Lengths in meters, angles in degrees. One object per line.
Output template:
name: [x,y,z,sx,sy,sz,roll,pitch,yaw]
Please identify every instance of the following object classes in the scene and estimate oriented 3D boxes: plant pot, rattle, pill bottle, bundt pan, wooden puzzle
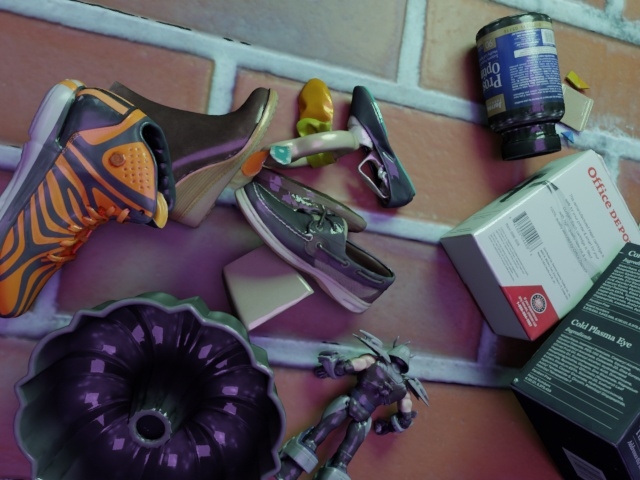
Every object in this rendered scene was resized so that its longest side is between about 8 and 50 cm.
plant pot: [-0.087,0.067,0.857,0.109,0.109,0.096,-29,84,-15]
rattle: [-0.040,-0.166,0.839,0.199,0.130,0.143,-10,103,-45]
pill bottle: [0.332,-0.247,0.978,0.122,0.123,0.219,-9,90,-17]
bundt pan: [-0.204,0.209,0.766,0.330,0.124,0.331,0,105,0]
wooden puzzle: [0.451,-0.239,1.071,0.078,0.014,0.116,30,80,-9]

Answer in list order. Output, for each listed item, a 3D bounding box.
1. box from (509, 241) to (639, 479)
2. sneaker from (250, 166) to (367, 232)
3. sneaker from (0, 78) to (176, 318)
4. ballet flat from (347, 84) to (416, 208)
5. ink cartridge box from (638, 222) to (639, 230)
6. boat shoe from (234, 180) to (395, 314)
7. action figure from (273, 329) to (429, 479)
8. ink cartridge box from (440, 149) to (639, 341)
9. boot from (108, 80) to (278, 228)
box: [0.507,0.239,0.923,0.312,0.179,0.343,-46,124,-14]
sneaker: [-0.023,-0.044,0.906,0.188,0.066,0.071,26,100,-11]
sneaker: [-0.295,-0.023,0.746,0.180,0.124,0.321,24,100,-4]
ballet flat: [0.081,-0.140,0.929,0.074,0.074,0.203,-28,98,-16]
ink cartridge box: [0.701,-0.005,1.068,0.190,0.139,0.082,34,80,-13]
boat shoe: [0.000,0.000,0.844,0.092,0.103,0.285,-40,121,13]
action figure: [0.047,0.258,0.892,0.185,0.099,0.285,43,73,-4]
ink cartridge box: [0.369,0.005,0.983,0.273,0.114,0.197,-33,97,-15]
boot: [-0.198,-0.162,0.834,0.207,0.090,0.248,36,82,-14]
